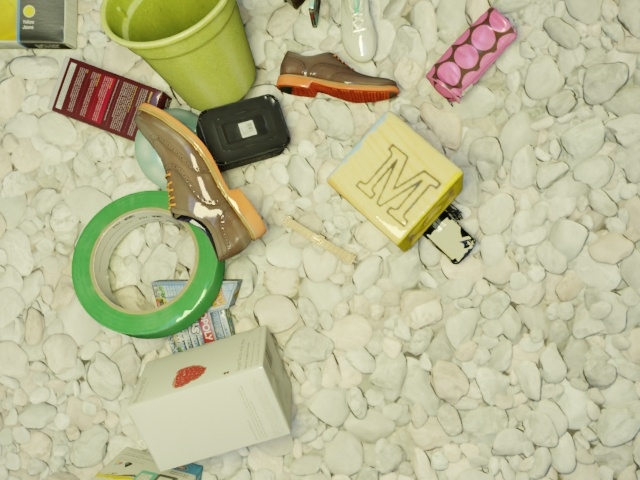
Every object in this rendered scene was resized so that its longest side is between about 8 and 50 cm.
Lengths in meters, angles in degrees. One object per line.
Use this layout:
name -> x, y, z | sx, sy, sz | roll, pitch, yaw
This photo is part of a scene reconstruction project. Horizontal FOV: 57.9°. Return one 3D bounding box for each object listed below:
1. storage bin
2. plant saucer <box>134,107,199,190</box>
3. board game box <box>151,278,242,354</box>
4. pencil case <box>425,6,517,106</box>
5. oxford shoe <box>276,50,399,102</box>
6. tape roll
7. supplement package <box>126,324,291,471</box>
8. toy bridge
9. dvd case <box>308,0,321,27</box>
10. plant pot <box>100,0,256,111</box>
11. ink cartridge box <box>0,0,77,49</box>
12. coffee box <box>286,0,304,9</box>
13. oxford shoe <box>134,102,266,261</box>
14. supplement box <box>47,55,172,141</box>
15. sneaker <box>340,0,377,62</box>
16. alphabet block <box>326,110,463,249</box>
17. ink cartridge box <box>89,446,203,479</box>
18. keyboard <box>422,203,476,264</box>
storage bin -> -0.169, -0.232, 1.260 | 0.180, 0.084, 0.122 | -19, 89, -16
plant saucer -> -0.307, -0.202, 1.275 | 0.194, 0.037, 0.195 | 4, 81, -28
board game box -> -0.262, 0.161, 1.317 | 0.194, 0.060, 0.194 | -15, 90, 5
pencil case -> 0.329, -0.395, 1.244 | 0.209, 0.095, 0.098 | -49, 52, 6
oxford shoe -> 0.041, -0.364, 1.266 | 0.271, 0.097, 0.098 | 9, 86, 4
tape roll -> -0.374, 0.052, 1.268 | 0.321, 0.077, 0.321 | -1, 73, 4
supplement package -> -0.226, 0.333, 1.237 | 0.292, 0.177, 0.175 | -18, 110, 4
toy bridge -> 0.000, 0.000, 1.291 | 0.188, 0.063, 0.026 | 31, 93, 4
dvd case -> -0.011, -0.524, 1.252 | 0.013, 0.119, 0.087 | 9, 91, 4
plant pot -> -0.258, -0.412, 1.186 | 0.276, 0.254, 0.276 | -6, 62, 12
ink cartridge box -> -0.717, -0.601, 1.334 | 0.303, 0.072, 0.307 | 1, 93, 5
coffee box -> -0.099, -0.653, 1.267 | 0.246, 0.098, 0.141 | 43, 94, 2
oxford shoe -> -0.272, -0.119, 1.182 | 0.132, 0.130, 0.364 | -41, 93, -16
supplement box -> -0.477, -0.313, 1.317 | 0.239, 0.073, 0.130 | 21, 92, 4
sneaker -> 0.077, -0.499, 1.259 | 0.080, 0.094, 0.212 | -9, 91, 3
alphabet block -> 0.160, -0.115, 1.199 | 0.197, 0.192, 0.193 | 43, 96, 15
ink cartridge box -> -0.397, 0.603, 1.231 | 0.198, 0.270, 0.197 | 12, 92, 4
keyboard -> 0.267, -0.044, 1.286 | 0.100, 0.038, 0.192 | -46, 79, 11
